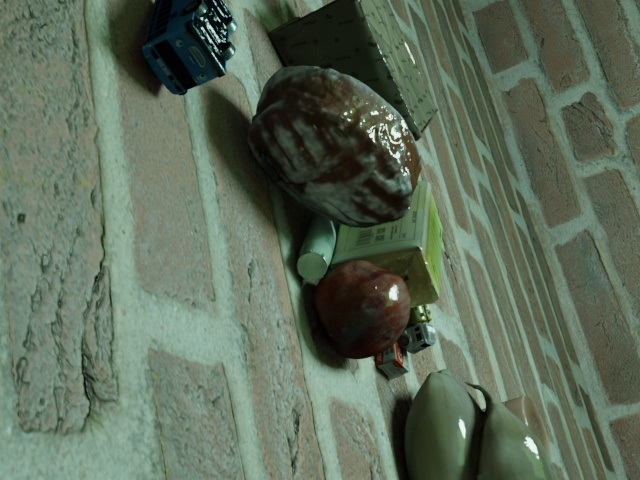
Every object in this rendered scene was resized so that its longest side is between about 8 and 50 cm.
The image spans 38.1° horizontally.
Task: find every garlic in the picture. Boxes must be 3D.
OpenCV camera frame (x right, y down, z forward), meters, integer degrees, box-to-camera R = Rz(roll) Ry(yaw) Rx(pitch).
[{"bbox_3d":[0.273,0.348,1.529,0.246,0.231,0.340,33,45,-52],"label":"garlic"}]

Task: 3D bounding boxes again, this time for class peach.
[{"bbox_3d":[0.054,0.107,1.402,0.152,0.152,0.152,50,27,-37],"label":"peach"}]

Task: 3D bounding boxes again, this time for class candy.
[{"bbox_3d":[0.024,-0.134,1.416,0.289,0.214,0.157,38,48,-24],"label":"candy"}]

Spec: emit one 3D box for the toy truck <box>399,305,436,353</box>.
[{"bbox_3d":[0.159,0.128,1.590,0.052,0.063,0.123,24,47,-61],"label":"toy truck"}]

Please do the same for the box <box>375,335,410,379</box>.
[{"bbox_3d":[0.116,0.135,1.625,0.055,0.040,0.218,48,28,-43],"label":"box"}]

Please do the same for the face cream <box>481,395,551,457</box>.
[{"bbox_3d":[0.410,0.413,1.958,0.149,0.104,0.149,50,27,-37],"label":"face cream"}]

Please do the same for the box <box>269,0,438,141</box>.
[{"bbox_3d":[0.071,-0.320,1.775,0.297,0.190,0.225,62,23,-13],"label":"box"}]

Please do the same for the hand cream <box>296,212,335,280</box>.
[{"bbox_3d":[0.000,0.000,1.476,0.205,0.050,0.078,-72,144,-65],"label":"hand cream"}]

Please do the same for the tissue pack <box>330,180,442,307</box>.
[{"bbox_3d":[0.117,0.011,1.571,0.234,0.159,0.125,-76,149,-58],"label":"tissue pack"}]

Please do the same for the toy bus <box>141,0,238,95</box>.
[{"bbox_3d":[-0.177,-0.278,1.248,0.090,0.106,0.184,58,17,-33],"label":"toy bus"}]
